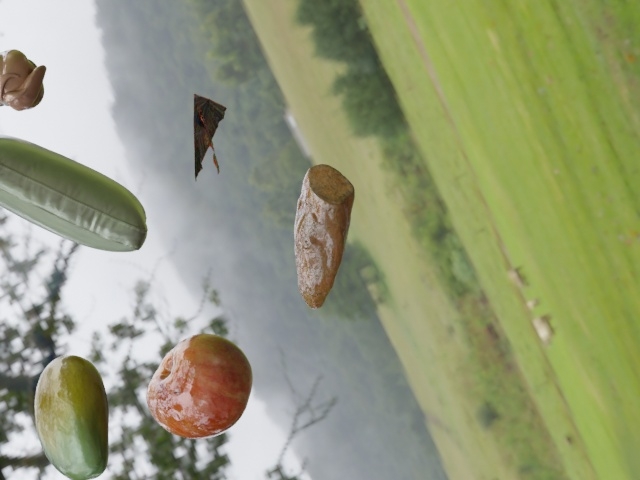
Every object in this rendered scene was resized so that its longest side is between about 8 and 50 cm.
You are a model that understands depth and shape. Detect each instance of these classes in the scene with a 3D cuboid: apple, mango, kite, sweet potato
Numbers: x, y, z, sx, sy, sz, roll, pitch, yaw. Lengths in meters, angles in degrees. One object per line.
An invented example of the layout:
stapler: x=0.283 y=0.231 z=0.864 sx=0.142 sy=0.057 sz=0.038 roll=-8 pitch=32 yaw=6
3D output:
apple: x=-0.227 y=0.271 z=2.182 sx=0.164 sy=0.209 sz=0.209 roll=26 pitch=-162 yaw=-22
mango: x=-0.353 y=0.257 z=1.679 sx=0.092 sy=0.130 sz=0.195 roll=14 pitch=-145 yaw=-44
kite: x=-0.183 y=-0.175 z=1.912 sx=0.159 sy=0.010 sz=0.190 roll=76 pitch=-157 yaw=-43
sweet potato: x=0.000 y=0.000 z=1.939 sx=0.097 sy=0.097 sz=0.252 roll=-112 pitch=27 yaw=-69

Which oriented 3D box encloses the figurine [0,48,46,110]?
figurine: x=-0.390 y=-0.186 z=1.337 sx=0.126 sy=0.157 sz=0.114 roll=10 pitch=-116 yaw=-63

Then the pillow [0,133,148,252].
pillow: x=-0.441 y=-0.080 z=1.955 sx=0.322 sy=0.120 sz=0.255 roll=27 pitch=-177 yaw=-12
